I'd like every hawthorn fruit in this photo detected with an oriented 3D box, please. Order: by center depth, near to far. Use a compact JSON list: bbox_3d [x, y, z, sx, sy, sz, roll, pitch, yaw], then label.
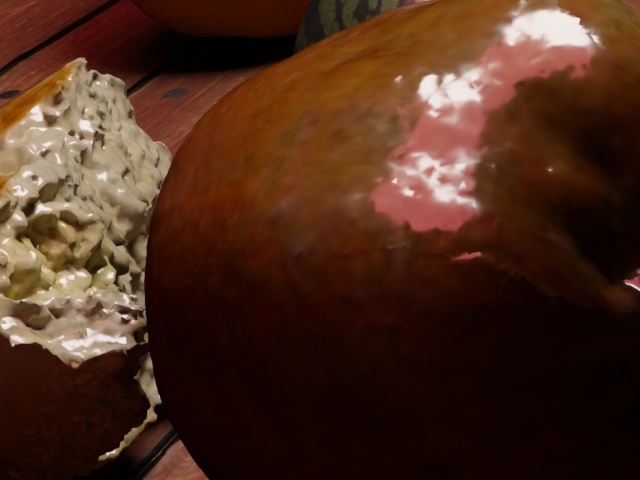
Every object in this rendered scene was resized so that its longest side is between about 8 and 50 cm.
[{"bbox_3d":[0.047,0.023,0.874,0.268,0.267,0.301,-28,19,-36],"label":"hawthorn fruit"}]

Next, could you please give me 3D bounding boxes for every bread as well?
[{"bbox_3d":[-0.167,0.039,1.044,0.192,0.171,0.314,-30,19,8],"label":"bread"}]

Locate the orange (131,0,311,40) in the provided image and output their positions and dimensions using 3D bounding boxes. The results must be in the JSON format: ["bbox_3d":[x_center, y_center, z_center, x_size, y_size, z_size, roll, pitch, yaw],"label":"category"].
[{"bbox_3d":[-0.060,-0.314,1.666,0.312,0.312,0.312,-9,23,4],"label":"orange"}]

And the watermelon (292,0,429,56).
[{"bbox_3d":[0.082,-0.095,1.207,0.212,0.212,0.212,-9,23,4],"label":"watermelon"}]
